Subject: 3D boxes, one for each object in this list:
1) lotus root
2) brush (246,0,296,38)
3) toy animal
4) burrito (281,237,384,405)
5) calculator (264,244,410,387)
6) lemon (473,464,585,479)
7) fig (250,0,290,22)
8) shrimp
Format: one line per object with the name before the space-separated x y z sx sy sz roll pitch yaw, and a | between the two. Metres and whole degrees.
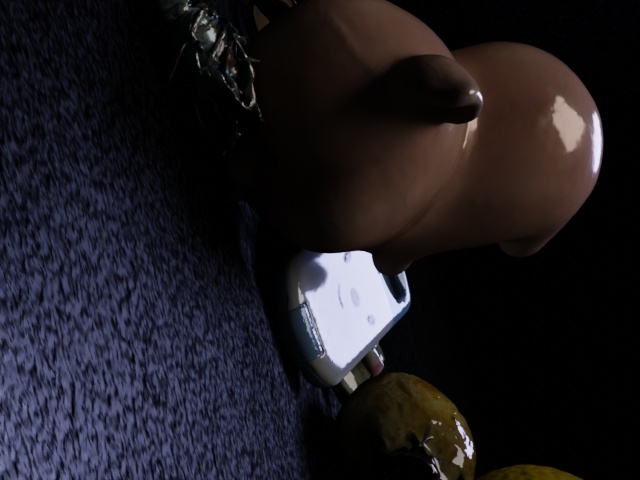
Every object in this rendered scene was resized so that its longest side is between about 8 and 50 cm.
lotus root | 0.066 0.179 1.409 0.214 0.138 0.138 -121 -168 -71
brush | -0.009 -0.107 1.724 0.065 0.070 0.328 -163 -126 -76
toy animal | 0.074 -0.085 1.283 0.237 0.326 0.269 -120 -156 -43
burrito | -0.002 0.000 1.485 0.096 0.066 0.309 -57 134 -84
calculator | 0.018 0.041 1.393 0.210 0.039 0.121 -39 115 -55
lemon | 0.199 0.331 1.559 0.253 0.228 0.228 -54 144 -26
fig | -0.006 -0.133 1.607 0.290 0.191 0.190 37 8 0
shrimp | -0.096 -0.145 1.157 0.082 0.076 0.174 -21 -91 56
